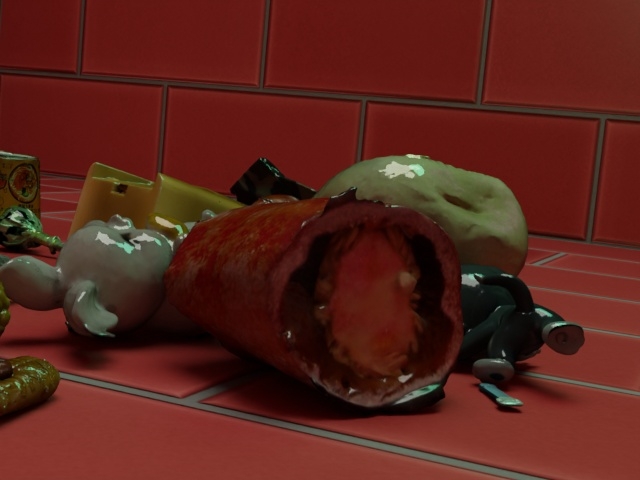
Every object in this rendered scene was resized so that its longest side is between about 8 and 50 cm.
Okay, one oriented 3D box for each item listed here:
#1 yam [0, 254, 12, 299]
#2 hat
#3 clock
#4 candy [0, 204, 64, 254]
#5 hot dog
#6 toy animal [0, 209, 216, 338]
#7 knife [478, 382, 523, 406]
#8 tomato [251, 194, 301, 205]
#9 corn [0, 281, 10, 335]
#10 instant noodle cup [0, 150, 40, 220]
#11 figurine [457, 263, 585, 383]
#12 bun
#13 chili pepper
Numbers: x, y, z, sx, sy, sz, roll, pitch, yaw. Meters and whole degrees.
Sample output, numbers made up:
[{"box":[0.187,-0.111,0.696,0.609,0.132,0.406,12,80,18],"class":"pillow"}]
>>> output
[{"box":[-0.467,0.057,1.338,0.068,0.068,0.169,7,5,17],"class":"yam"},{"box":[0.000,0.000,2.069,0.366,0.257,0.382,23,27,-48],"class":"hat"},{"box":[-0.190,0.010,1.530,0.317,0.200,0.244,11,4,-41],"class":"clock"},{"box":[-0.478,0.005,1.852,0.305,0.083,0.091,17,16,26],"class":"candy"},{"box":[-0.297,0.132,0.876,0.066,0.047,0.215,10,8,20],"class":"hot dog"},{"box":[-0.222,0.050,1.235,0.208,0.154,0.325,21,26,26],"class":"toy animal"},{"box":[0.194,0.170,1.108,0.027,0.010,0.096,4,4,-9],"class":"knife"},{"box":[-0.076,-0.005,1.892,0.167,0.167,0.167,5,6,-1],"class":"tomato"},{"box":[-0.453,0.050,1.130,0.120,0.121,0.363,0,11,-42],"class":"corn"},{"box":[-0.673,-0.098,2.090,0.215,0.172,0.216,7,6,-1],"class":"instant noodle cup"},{"box":[0.195,0.097,1.237,0.193,0.140,0.265,-15,-2,-21],"class":"figurine"},{"box":[0.129,0.014,1.513,0.361,0.213,0.361,4,-18,1],"class":"bun"},{"box":[-0.022,0.066,1.107,0.251,0.229,0.305,-4,0,-39],"class":"chili pepper"}]
